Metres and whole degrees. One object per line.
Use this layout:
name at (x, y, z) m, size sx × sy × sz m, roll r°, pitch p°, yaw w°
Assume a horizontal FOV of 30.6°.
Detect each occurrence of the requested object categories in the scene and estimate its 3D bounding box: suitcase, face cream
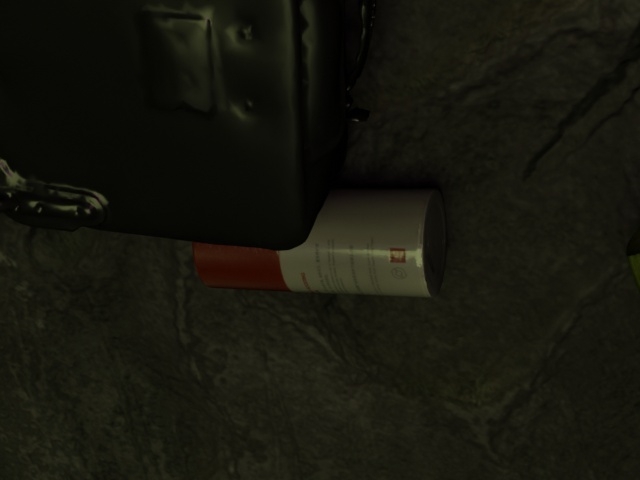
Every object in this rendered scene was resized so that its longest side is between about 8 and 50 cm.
suitcase at (-0.126, -0.172, 0.928) m, size 0.339 × 0.188 × 0.345 m, roll 8°, pitch 122°, yaw 15°
face cream at (0.000, 0.000, 1.052) m, size 0.214 × 0.096 × 0.096 m, roll 1°, pitch 122°, yaw 18°

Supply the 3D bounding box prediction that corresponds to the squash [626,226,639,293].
squash at (0.324, 0.022, 0.924) m, size 0.170 × 0.170 × 0.123 m, roll -37°, pitch 93°, yaw 33°
